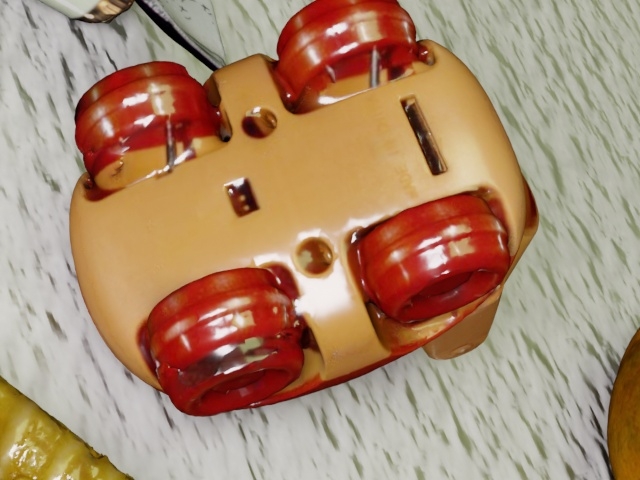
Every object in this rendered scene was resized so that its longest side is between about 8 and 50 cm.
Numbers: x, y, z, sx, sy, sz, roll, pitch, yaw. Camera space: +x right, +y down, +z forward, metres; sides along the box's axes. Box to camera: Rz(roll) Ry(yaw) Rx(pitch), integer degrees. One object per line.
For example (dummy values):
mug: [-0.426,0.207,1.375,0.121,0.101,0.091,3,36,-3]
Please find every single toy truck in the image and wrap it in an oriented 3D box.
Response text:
toy truck: [0.000,0.000,0.887,0.265,0.239,0.189,-21,69,-2]

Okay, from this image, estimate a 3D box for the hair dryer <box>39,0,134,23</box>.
hair dryer: [-0.232,-0.207,0.868,0.362,0.128,0.203,27,28,-39]

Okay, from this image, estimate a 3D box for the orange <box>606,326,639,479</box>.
orange: [0.298,0.132,1.014,0.240,0.171,0.240,21,48,-25]

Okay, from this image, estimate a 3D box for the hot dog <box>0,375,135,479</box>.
hot dog: [-0.184,0.083,0.738,0.289,0.083,0.068,40,63,-9]

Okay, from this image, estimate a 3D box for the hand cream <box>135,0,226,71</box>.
hand cream: [-0.128,-0.239,0.957,0.121,0.076,0.336,35,27,-46]
